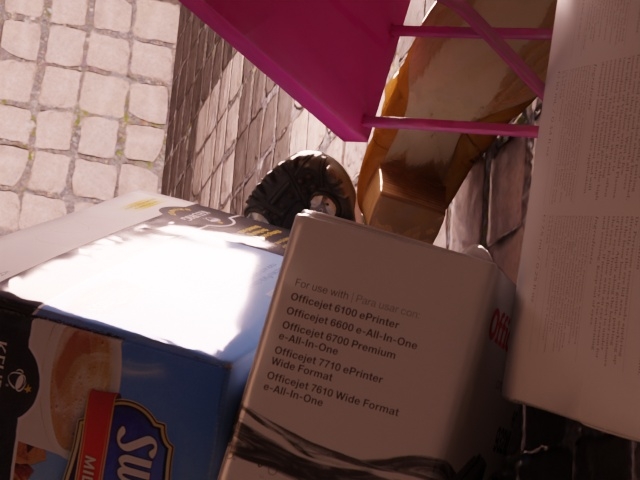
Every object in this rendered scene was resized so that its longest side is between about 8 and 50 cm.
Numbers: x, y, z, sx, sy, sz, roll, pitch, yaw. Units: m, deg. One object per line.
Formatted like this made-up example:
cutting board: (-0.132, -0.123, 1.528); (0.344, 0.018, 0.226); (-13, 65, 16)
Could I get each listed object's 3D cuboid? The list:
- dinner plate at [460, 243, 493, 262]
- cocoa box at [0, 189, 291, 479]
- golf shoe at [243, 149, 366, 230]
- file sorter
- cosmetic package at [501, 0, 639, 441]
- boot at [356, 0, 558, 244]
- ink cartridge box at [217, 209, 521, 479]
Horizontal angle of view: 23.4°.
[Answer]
dinner plate: (0.105, 0.072, 1.192); (0.141, 0.017, 0.141); (-173, 90, -75)
cocoa box: (-0.118, 0.119, 1.078); (0.347, 0.228, 0.231); (-30, -48, -69)
golf shoe: (0.000, 0.000, 1.351); (0.120, 0.105, 0.273); (-58, -18, -33)
file sorter: (0.080, -0.227, 0.933); (0.182, 0.202, 0.290); (7, 72, 35)
cosmetic package: (0.203, -0.086, 0.739); (0.284, 0.097, 0.377); (-174, 92, -78)
boot: (0.103, -0.136, 1.163); (0.211, 0.104, 0.295); (-85, 20, -65)
ink cartridge box: (0.028, 0.160, 0.948); (0.223, 0.129, 0.307); (35, -110, -71)
